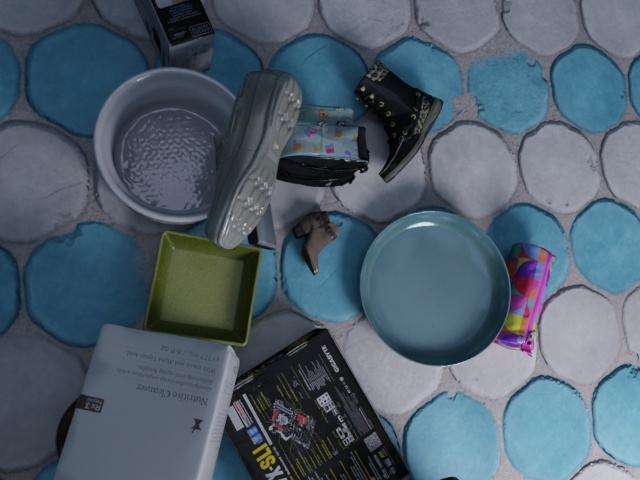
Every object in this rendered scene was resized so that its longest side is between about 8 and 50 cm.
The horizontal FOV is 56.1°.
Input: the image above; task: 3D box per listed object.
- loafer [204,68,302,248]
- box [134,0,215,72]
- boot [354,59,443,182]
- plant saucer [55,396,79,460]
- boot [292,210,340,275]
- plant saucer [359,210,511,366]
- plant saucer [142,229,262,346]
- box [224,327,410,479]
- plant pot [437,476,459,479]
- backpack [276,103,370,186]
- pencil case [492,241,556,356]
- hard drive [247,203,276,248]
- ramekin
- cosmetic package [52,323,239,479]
[{"bbox_3d":[-0.129,-0.141,1.015,0.112,0.112,0.319,14,76,23],"label":"loafer"},{"bbox_3d":[-0.297,-0.466,1.118,0.087,0.169,0.289,-23,90,-16],"label":"box"},{"bbox_3d":[0.135,-0.250,1.253,0.179,0.085,0.236,35,67,-6],"label":"boot"},{"bbox_3d":[-0.367,0.337,1.041,0.169,0.029,0.168,2,81,-15],"label":"plant saucer"},{"bbox_3d":[0.000,0.000,1.195,0.087,0.042,0.118,-23,89,-20],"label":"boot"},{"bbox_3d":[0.232,0.097,1.230,0.318,0.043,0.317,1,80,-8],"label":"plant saucer"},{"bbox_3d":[-0.217,0.091,1.115,0.188,0.045,0.188,11,78,-14],"label":"plant saucer"},{"bbox_3d":[-0.021,0.362,1.113,0.257,0.079,0.321,-31,91,-16],"label":"box"},{"bbox_3d":[0.222,0.590,1.052,0.323,0.323,0.280,-22,72,-18],"label":"plant pot"},{"bbox_3d":[-0.020,-0.178,1.152,0.189,0.166,0.144,-6,82,-20],"label":"backpack"},{"bbox_3d":[0.429,0.123,1.271,0.105,0.104,0.236,20,75,-12],"label":"pencil case"},{"bbox_3d":[-0.113,-0.033,1.121,0.022,0.135,0.094,-10,84,8],"label":"hard drive"},{"bbox_3d":[-0.262,-0.158,1.094,0.278,0.135,0.277,3,80,-15],"label":"ramekin"},{"bbox_3d":[-0.277,0.344,0.938,0.217,0.156,0.384,9,71,2],"label":"cosmetic package"}]
